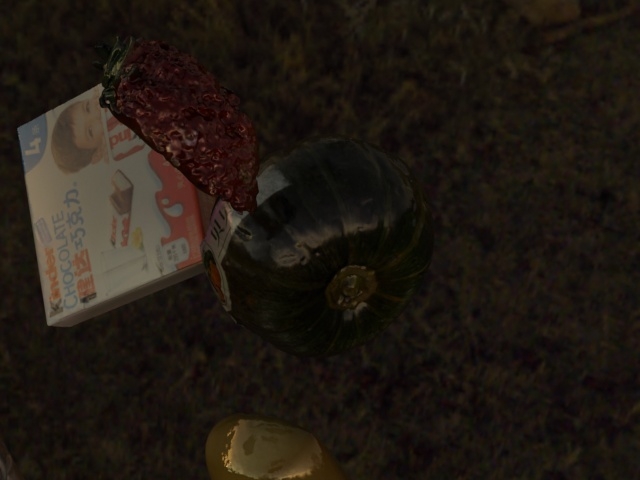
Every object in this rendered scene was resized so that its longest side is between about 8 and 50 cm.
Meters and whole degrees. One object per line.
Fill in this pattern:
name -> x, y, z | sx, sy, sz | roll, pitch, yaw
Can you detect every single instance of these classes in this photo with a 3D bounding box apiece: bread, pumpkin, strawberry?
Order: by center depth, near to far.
strawberry -> -0.121, -0.114, 1.022 | 0.085, 0.140, 0.192 | -47, 53, 5
bread -> -0.029, 0.263, 1.160 | 0.147, 0.217, 0.098 | -3, 49, 39
pumpkin -> -0.001, -0.002, 1.267 | 0.260, 0.260, 0.189 | -9, 44, -20

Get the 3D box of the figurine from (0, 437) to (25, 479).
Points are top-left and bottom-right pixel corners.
figurine -> -0.198, 0.189, 0.632 | 0.163, 0.141, 0.237 | -23, 11, -17

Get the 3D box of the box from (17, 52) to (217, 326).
box -> -0.248, -0.060, 1.405 | 0.048, 0.265, 0.273 | 11, 61, -56
